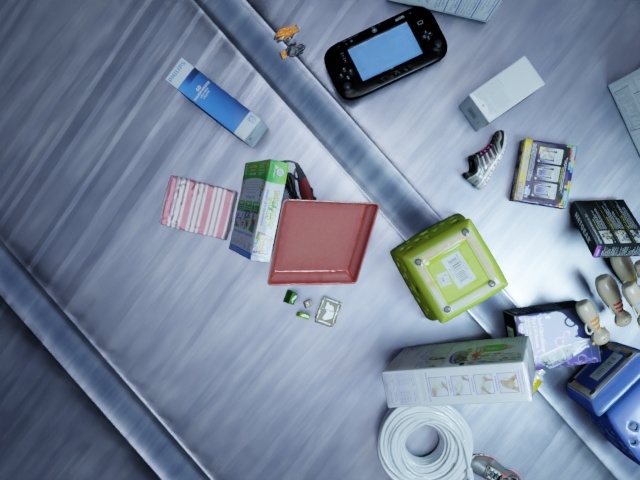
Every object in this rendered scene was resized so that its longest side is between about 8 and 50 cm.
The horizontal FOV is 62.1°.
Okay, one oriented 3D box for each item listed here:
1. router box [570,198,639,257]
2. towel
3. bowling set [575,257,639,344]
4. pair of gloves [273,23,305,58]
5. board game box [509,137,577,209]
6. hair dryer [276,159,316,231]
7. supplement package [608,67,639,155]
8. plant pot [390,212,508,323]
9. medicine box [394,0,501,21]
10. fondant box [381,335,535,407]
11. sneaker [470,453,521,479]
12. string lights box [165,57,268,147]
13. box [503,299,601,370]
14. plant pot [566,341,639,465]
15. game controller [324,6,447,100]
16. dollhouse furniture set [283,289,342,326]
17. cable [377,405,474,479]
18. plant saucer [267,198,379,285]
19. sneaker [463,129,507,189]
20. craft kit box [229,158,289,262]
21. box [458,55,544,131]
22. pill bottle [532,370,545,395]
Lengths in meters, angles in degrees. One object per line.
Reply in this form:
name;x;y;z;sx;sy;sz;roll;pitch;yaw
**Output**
router box;0.744;-0.034;1.372;0.133;0.178;0.046;-1;133;3
towel;-0.340;-0.091;1.483;0.197;0.029;0.144;14;92;0
bowling set;0.784;0.146;1.302;0.287;0.200;0.154;-39;104;-27
pair of gloves;-0.086;-0.549;1.469;0.074;0.010;0.083;-22;91;2
board game box;0.599;-0.178;1.431;0.141;0.048;0.170;10;92;4
hair dryer;-0.024;-0.088;1.442;0.294;0.080;0.223;17;91;2
supplement package;0.914;-0.339;1.339;0.199;0.198;0.262;-24;90;2
plant pot;0.333;0.073;1.368;0.227;0.207;0.228;-30;89;3
medicine box;0.344;-0.747;1.374;0.289;0.149;0.263;14;89;1
fondant box;0.343;0.320;1.306;0.330;0.238;0.096;-12;90;24
sneaker;0.479;0.633;1.443;0.158;0.065;0.061;20;92;2
string lights box;-0.272;-0.361;1.419;0.260;0.133;0.076;38;93;1
box;0.609;0.250;1.409;0.207;0.108;0.153;-10;90;3
plant pot;0.790;0.397;1.349;0.212;0.236;0.236;44;93;7
game controller;0.173;-0.503;1.432;0.319;0.067;0.166;-25;90;2
dollhouse furniture set;-0.024;0.184;1.476;0.152;0.058;0.076;21;84;-17
cable;0.282;0.548;1.440;0.257;0.089;0.257;2;90;3
plant saucer;0.000;0.000;1.379;0.259;0.047;0.259;1;124;-21
sneaker;0.438;-0.225;1.428;0.075;0.063;0.170;24;97;-4
craft kit box;-0.164;-0.080;1.366;0.061;0.250;0.246;8;93;-22
box;0.469;-0.379;1.391;0.170;0.130;0.091;-35;89;3
pill bottle;0.576;0.382;1.445;0.043;0.043;0.083;33;93;1
